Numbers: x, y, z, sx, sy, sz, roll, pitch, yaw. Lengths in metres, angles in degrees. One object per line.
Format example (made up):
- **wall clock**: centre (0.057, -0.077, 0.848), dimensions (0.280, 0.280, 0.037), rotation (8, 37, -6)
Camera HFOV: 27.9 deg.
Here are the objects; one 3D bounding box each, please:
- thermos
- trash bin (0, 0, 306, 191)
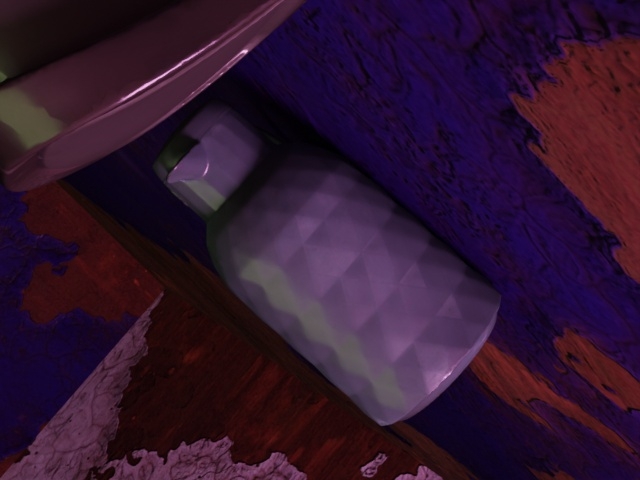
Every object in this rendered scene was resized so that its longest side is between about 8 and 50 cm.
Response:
- **thermos**: centre (0.000, 0.000, 1.035), dimensions (0.286, 0.145, 0.182), rotation (43, -158, -3)
- **trash bin**: centre (-0.139, -0.172, 0.627), dimensions (0.250, 0.219, 0.220), rotation (48, 166, -7)
